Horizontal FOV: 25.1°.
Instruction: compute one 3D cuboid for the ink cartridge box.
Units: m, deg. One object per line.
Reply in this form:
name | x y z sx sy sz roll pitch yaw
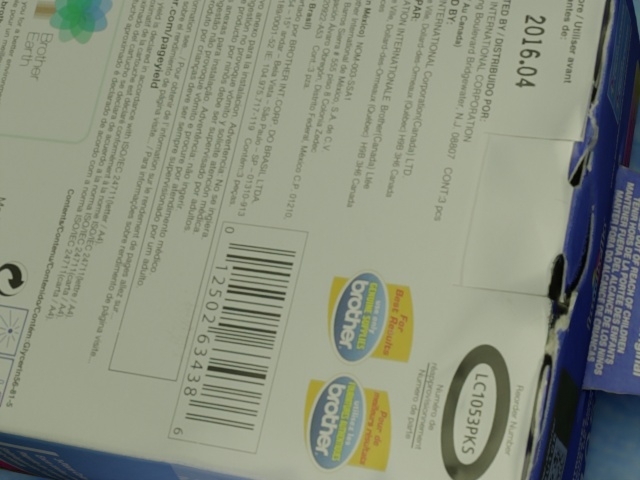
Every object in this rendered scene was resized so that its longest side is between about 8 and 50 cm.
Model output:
ink cartridge box | 0.000 0.000 0.692 0.395 0.151 0.270 7 74 20
